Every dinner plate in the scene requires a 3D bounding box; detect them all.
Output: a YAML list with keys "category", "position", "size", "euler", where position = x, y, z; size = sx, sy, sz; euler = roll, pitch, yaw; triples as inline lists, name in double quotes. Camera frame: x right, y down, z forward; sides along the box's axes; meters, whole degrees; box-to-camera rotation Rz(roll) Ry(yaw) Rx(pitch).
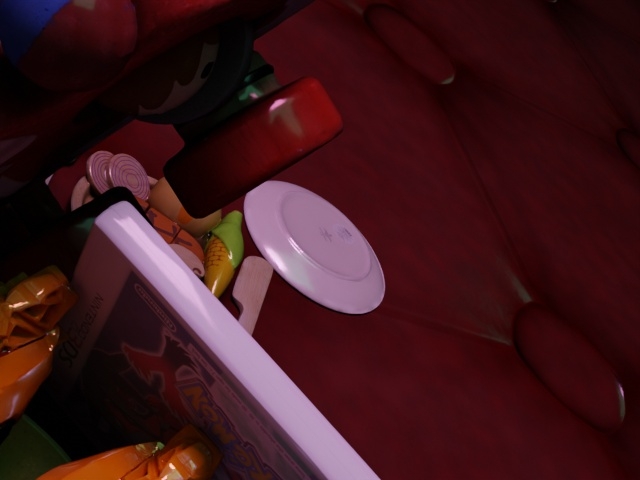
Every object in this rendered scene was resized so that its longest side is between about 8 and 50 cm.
- category: "dinner plate"
  position: [0.000, 0.000, 0.880]
  size: [0.141, 0.017, 0.141]
  euler: [31, 31, -21]

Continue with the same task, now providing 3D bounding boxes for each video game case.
- category: "video game case"
  position: [-0.056, 0.100, 0.523]
  size: [0.201, 0.183, 0.023]
  euler: [47, 55, 6]

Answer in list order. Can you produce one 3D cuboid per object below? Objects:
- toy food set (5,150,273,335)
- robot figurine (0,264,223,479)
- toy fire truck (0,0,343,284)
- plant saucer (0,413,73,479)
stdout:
- category: "toy food set"
  position: [-0.110, -0.011, 0.739]
  size: [0.192, 0.038, 0.132]
  euler: [34, 31, -14]
- category: "robot figurine"
  position: [-0.169, 0.112, 0.389]
  size: [0.211, 0.085, 0.291]
  euler: [46, 30, 8]
- category: "toy fire truck"
  position: [-0.129, -0.063, 0.517]
  size: [0.169, 0.302, 0.254]
  euler: [59, 12, -6]
- category: "plant saucer"
  position: [-0.190, 0.148, 0.443]
  size: [0.241, 0.037, 0.241]
  euler: [30, 32, -22]
